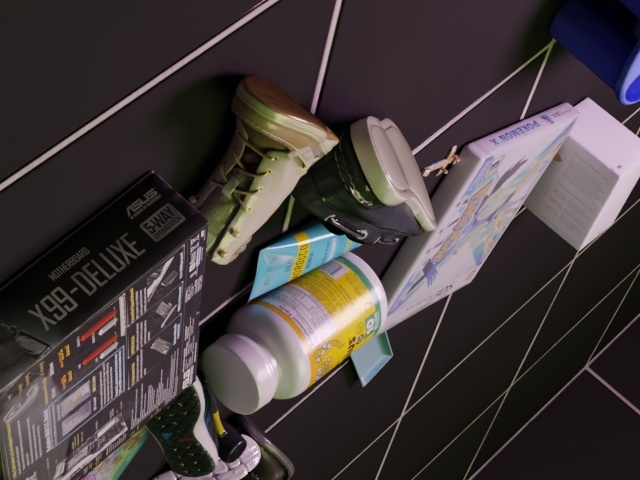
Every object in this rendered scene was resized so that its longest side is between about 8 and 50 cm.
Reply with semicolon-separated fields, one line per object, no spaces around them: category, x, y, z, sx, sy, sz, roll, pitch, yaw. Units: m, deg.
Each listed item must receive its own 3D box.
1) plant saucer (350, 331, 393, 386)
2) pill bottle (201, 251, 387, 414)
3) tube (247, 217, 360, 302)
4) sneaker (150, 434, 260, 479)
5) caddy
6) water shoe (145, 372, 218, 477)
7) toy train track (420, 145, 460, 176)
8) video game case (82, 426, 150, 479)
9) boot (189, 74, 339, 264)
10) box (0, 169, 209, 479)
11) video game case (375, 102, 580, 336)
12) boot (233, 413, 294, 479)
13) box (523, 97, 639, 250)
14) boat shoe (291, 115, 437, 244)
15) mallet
plant saucer;0.070;0.160;2.404;0.067;0.018;0.192;-46;163;-9
pill bottle;-0.031;0.104;1.869;0.208;0.117;0.117;-35;158;-38
tube;0.000;0.000;1.854;0.207;0.052;0.080;-27;142;-37
sneaker;-0.150;0.287;2.068;0.158;0.061;0.065;-24;169;-13
caddy;0.444;-0.304;2.057;0.341;0.179;0.241;-34;159;-40
water shoe;-0.157;0.175;1.823;0.073;0.080;0.203;-6;137;2
toy train track;0.150;-0.091;2.070;0.083;0.014;0.048;-24;150;-53
video game case;-0.243;0.236;1.805;0.119;0.015;0.166;-54;162;16
boot;-0.070;-0.058;1.498;0.165;0.077;0.213;-49;168;4
box;-0.215;0.110;1.501;0.242;0.076;0.307;-40;161;-25
video game case;0.202;-0.028;2.294;0.300;0.036;0.329;-25;151;-53
boot;-0.148;0.351;2.168;0.229;0.091;0.263;-37;155;-19
box;0.380;-0.095;2.425;0.091;0.130;0.170;-34;158;-37
boat shoe;0.043;-0.050;1.739;0.113;0.127;0.340;-23;177;10
mallet;-0.133;0.196;1.970;0.039;0.062;0.189;-44;147;-20
